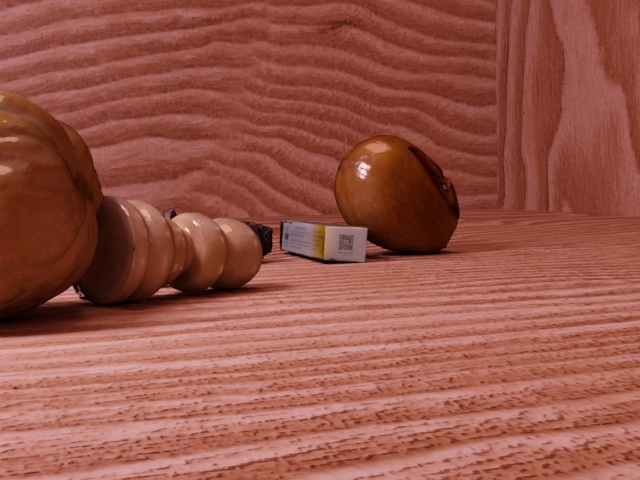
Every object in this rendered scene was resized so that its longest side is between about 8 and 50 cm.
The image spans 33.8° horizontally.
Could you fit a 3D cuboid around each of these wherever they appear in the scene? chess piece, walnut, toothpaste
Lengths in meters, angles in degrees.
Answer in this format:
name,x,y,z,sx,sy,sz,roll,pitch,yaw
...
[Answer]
name,x,y,z,sx,sy,sz,roll,pitch,yaw
chess piece,-0.190,0.014,1.398,0.142,0.143,0.260,2,1,42
walnut,-0.390,-0.038,1.193,0.285,0.285,0.296,-2,31,-12
walnut,0.147,-0.072,2.004,0.203,0.203,0.298,3,-34,47
toothpaste,0.000,0.000,1.978,0.089,0.071,0.313,2,2,-17

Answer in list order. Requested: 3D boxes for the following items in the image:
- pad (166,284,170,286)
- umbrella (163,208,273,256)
name,x,y,z,sx,sy,sz,roll,pitch,yaw
pad,-0.291,0.060,1.623,0.176,0.002,0.266,-3,4,-20
umbrella,-0.238,0.004,1.836,0.326,0.094,0.090,-1,48,-23
